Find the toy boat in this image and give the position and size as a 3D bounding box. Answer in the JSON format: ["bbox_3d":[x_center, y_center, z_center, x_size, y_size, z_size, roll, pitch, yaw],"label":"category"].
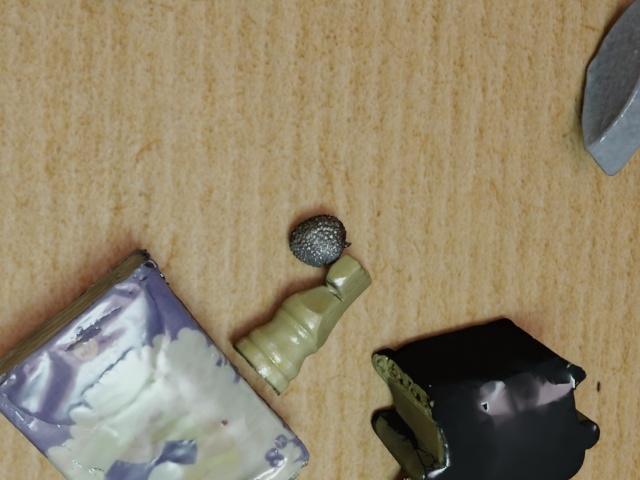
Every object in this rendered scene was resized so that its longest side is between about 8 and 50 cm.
[{"bbox_3d":[0.508,-0.219,1.256,0.294,0.111,0.275,4,95,-30],"label":"toy boat"}]

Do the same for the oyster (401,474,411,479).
[{"bbox_3d":[0.224,0.381,1.235,0.260,0.092,0.198,5,94,-8],"label":"oyster"}]

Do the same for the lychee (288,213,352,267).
[{"bbox_3d":[0.000,0.000,1.137,0.083,0.068,0.067,-3,53,-12],"label":"lychee"}]

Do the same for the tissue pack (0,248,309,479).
[{"bbox_3d":[-0.203,0.216,1.064,0.242,0.125,0.343,-40,107,-10],"label":"tissue pack"}]

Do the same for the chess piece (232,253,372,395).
[{"bbox_3d":[-0.014,0.101,1.133,0.200,0.090,0.090,-44,106,-11],"label":"chess piece"}]

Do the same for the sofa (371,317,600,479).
[{"bbox_3d":[0.212,0.238,1.167,0.259,0.200,0.181,-13,111,-16],"label":"sofa"}]
